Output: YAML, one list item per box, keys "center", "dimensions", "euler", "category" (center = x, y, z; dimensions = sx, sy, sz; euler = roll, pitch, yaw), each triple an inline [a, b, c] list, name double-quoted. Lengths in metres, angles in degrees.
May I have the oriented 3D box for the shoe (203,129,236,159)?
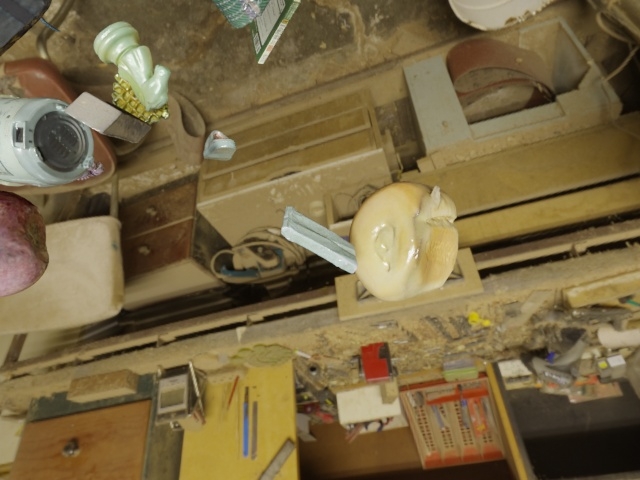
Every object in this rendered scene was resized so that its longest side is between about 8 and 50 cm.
- center: [-0.295, -0.285, 1.245]
  dimensions: [0.079, 0.078, 0.195]
  euler: [2, -179, -24]
  category: "shoe"

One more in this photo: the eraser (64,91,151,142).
- center: [-0.602, -0.350, 1.230]
  dimensions: [0.111, 0.352, 0.077]
  euler: [29, 94, -11]
  category: "eraser"

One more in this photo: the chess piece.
- center: [-0.671, -0.636, 1.564]
  dimensions: [0.176, 0.176, 0.298]
  euler: [-34, 100, 34]
  category: "chess piece"

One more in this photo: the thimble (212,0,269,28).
- center: [-0.164, -0.512, 0.862]
  dimensions: [0.119, 0.135, 0.090]
  euler: [-16, 145, 30]
  category: "thimble"

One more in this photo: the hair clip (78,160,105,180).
- center: [-0.913, -0.303, 1.619]
  dimensions: [0.173, 0.069, 0.300]
  euler: [-18, 165, -40]
  category: "hair clip"

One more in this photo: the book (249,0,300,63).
- center: [-0.143, -0.671, 1.202]
  dimensions: [0.027, 0.201, 0.264]
  euler: [-5, 167, -31]
  category: "book"

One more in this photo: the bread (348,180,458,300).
- center: [0.251, 0.002, 1.262]
  dimensions: [0.253, 0.347, 0.376]
  euler: [11, -172, 37]
  category: "bread"

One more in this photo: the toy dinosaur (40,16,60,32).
- center: [-0.762, -0.633, 0.974]
  dimensions: [0.076, 0.144, 0.329]
  euler: [-33, 119, 7]
  category: "toy dinosaur"

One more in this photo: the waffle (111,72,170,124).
- center: [-0.720, -0.563, 1.685]
  dimensions: [0.204, 0.223, 0.054]
  euler: [-11, 180, -19]
  category: "waffle"

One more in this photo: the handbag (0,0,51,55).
- center: [-0.638, -0.447, 0.749]
  dimensions: [0.255, 0.181, 0.181]
  euler: [-30, 152, 12]
  category: "handbag"

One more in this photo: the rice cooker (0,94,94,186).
- center: [-0.842, -0.286, 1.221]
  dimensions: [0.317, 0.264, 0.316]
  euler: [3, -172, 0]
  category: "rice cooker"

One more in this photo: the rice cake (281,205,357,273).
- center: [0.000, 0.000, 1.054]
  dimensions: [0.226, 0.085, 0.040]
  euler: [31, 129, -20]
  category: "rice cake"

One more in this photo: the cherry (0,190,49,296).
- center: [-0.725, 0.013, 0.907]
  dimensions: [0.240, 0.239, 0.206]
  euler: [-2, 177, -4]
  category: "cherry"
